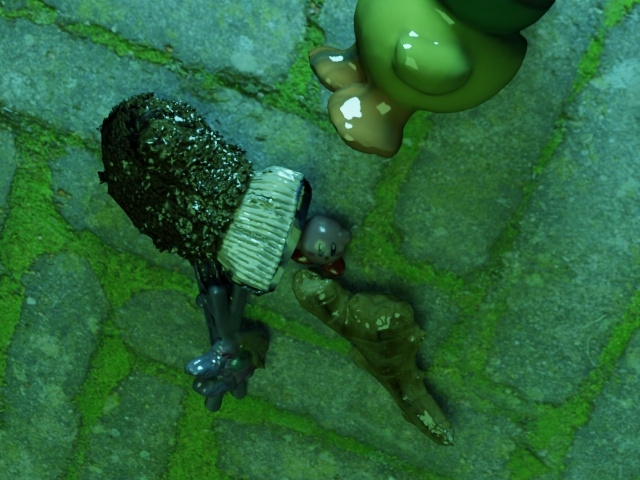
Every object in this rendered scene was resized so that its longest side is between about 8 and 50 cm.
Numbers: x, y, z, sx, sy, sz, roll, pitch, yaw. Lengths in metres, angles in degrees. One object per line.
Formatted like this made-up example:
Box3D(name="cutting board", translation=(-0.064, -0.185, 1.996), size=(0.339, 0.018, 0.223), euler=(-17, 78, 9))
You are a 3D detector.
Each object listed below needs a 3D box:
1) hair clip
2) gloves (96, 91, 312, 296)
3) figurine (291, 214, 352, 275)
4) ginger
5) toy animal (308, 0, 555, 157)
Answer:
Box3D(name="hair clip", translation=(-0.142, 0.138, 1.639), size=(0.090, 0.137, 0.278), euler=(25, 131, 45))
Box3D(name="gloves", translation=(-0.166, -0.070, 1.511), size=(0.312, 0.135, 0.210), euler=(24, 129, 5))
Box3D(name="figurine", translation=(0.000, 0.000, 1.540), size=(0.083, 0.067, 0.071), euler=(7, 134, 0))
Box3D(name="ginger", translation=(0.092, 0.156, 1.597), size=(0.147, 0.081, 0.334), euler=(-21, 116, 27))
Box3D(name="toy animal", translation=(0.148, -0.253, 1.286), size=(0.191, 0.216, 0.338), euler=(21, 124, -29))
